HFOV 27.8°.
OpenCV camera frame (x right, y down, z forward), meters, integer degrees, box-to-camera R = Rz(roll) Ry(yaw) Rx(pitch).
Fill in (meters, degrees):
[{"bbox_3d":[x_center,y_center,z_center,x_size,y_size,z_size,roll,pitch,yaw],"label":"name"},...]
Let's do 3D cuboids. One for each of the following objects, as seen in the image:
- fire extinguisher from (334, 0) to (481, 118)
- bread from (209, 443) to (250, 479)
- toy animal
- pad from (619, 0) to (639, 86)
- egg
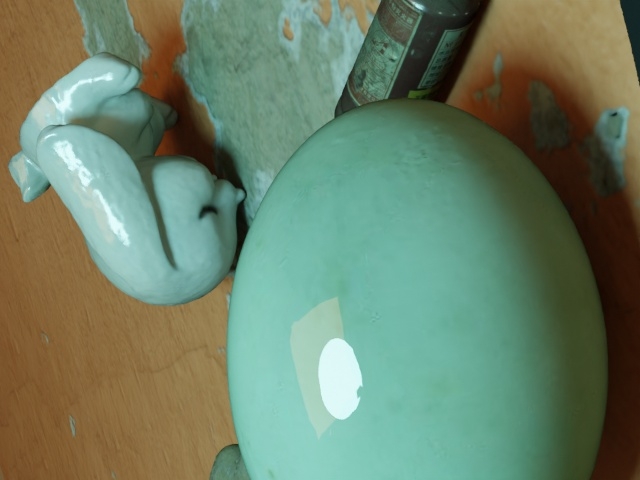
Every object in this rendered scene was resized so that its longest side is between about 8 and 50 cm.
[{"bbox_3d":[0.065,-0.175,1.018,0.252,0.106,0.075,114,154,-48],"label":"fire extinguisher"},{"bbox_3d":[-0.046,0.298,1.414,0.337,0.102,0.183,-35,72,58],"label":"bread"},{"bbox_3d":[-0.206,-0.044,1.449,0.265,0.206,0.272,53,177,8],"label":"toy animal"},{"bbox_3d":[0.278,-0.140,0.762,0.265,0.009,0.160,-10,92,59],"label":"pad"},{"bbox_3d":[0.069,0.090,0.944,0.276,0.276,0.389,19,120,57],"label":"egg"}]
